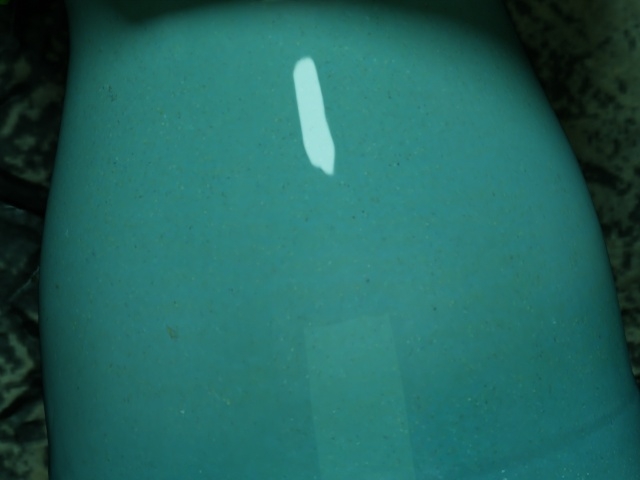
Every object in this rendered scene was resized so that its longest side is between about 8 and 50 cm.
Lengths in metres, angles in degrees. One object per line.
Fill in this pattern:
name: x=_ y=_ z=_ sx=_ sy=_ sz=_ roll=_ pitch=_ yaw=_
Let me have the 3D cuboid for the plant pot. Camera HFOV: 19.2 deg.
plant pot: x=0.000 y=0.000 z=0.818 sx=0.271 sy=0.271 sz=0.255 roll=-9 pitch=99 yaw=-8

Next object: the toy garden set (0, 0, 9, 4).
toy garden set: x=-0.243 y=-0.155 z=0.808 sx=0.244 sy=0.049 sz=0.204 roll=24 pitch=105 yaw=-19
